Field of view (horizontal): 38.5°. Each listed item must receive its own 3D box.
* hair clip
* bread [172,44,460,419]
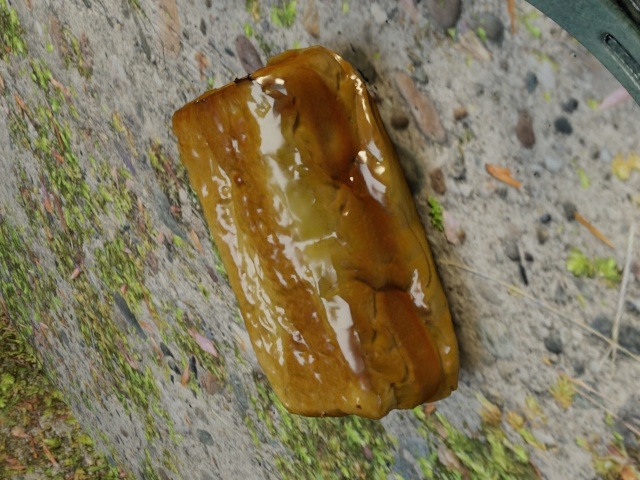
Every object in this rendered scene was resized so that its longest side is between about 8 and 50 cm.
[{"bbox_3d":[0.204,-0.087,0.555,0.275,0.083,0.048,55,152,4],"label":"hair clip"},{"bbox_3d":[0.006,-0.002,0.839,0.195,0.149,0.344,-11,101,48],"label":"bread"}]
